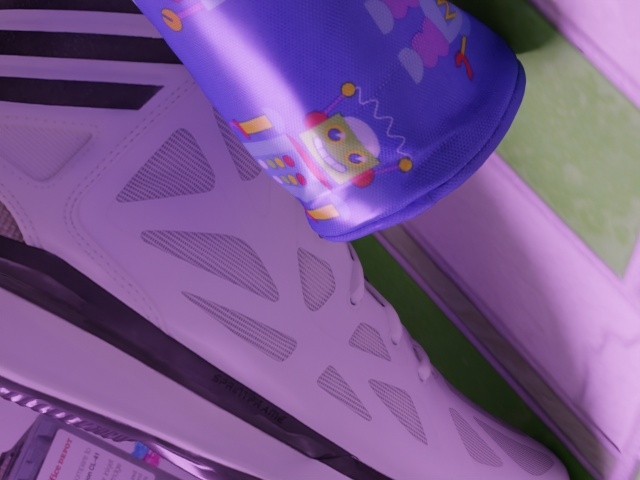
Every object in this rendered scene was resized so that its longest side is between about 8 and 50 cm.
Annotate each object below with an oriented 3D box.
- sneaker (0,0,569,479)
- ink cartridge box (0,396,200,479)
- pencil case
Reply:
[{"bbox_3d":[0.000,0.000,0.840,0.447,0.257,0.169,27,179,-30],"label":"sneaker"},{"bbox_3d":[-0.117,0.181,1.006,0.306,0.131,0.226,26,166,7],"label":"ink cartridge box"},{"bbox_3d":[-0.038,-0.146,0.687,0.119,0.133,0.306,-26,111,31],"label":"pencil case"}]
